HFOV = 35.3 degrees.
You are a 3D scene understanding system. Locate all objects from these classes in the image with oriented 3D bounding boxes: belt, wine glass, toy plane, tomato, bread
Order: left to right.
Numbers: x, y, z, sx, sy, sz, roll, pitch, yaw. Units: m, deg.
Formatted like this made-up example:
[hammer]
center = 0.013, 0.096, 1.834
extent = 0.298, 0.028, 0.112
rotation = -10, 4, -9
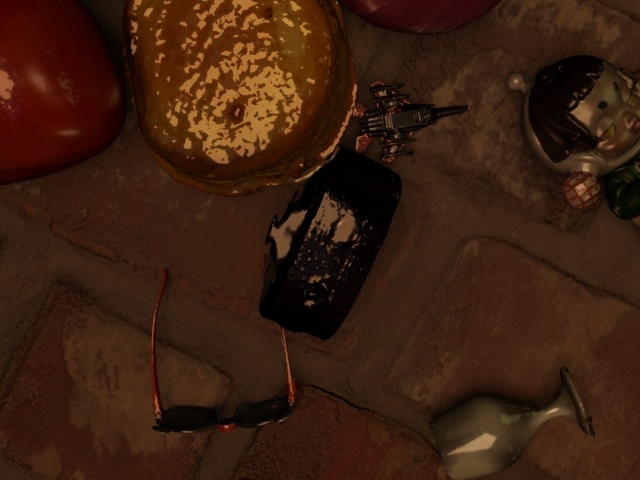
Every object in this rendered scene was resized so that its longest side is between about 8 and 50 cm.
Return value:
[tomato]
center = -0.448, -0.225, 1.460
extent = 0.325, 0.289, 0.293
rotation = -28, 93, 52
[bread]
center = -0.127, -0.240, 1.418
extent = 0.336, 0.204, 0.359
rotation = -13, 94, 11
[belt]
center = 0.000, 0.000, 1.532
extent = 0.164, 0.184, 0.289
rotation = 23, 99, -12
[toy plane]
center = 0.141, -0.190, 1.561
extent = 0.189, 0.061, 0.130
rotation = -9, 96, 5
[wine glass]
center = 0.297, 0.293, 1.589
extent = 0.241, 0.126, 0.127
rotation = -21, 96, 3

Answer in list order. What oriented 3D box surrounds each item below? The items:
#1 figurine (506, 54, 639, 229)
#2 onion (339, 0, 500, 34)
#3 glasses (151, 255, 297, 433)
[figurine]
center = 0.438, -0.134, 1.509
extent = 0.370, 0.167, 0.281
rotation = 43, 64, -13
[onion]
center = 0.148, -0.456, 1.380
extent = 0.358, 0.345, 0.359
rotation = -9, 121, -15
[glasses]
center = -0.165, 0.173, 1.603
extent = 0.234, 0.118, 0.269
rotation = -7, 98, 6
